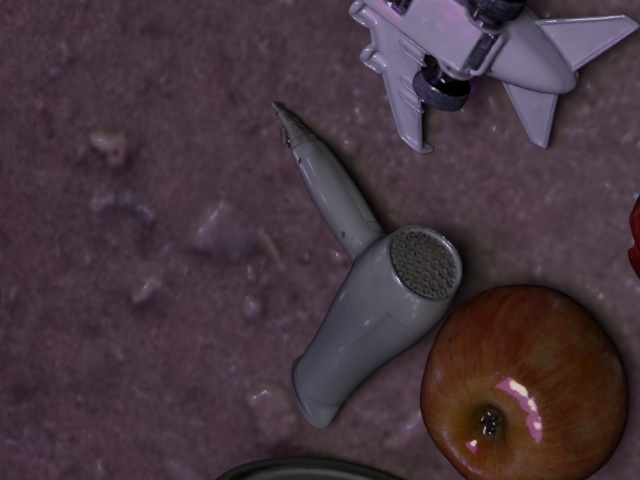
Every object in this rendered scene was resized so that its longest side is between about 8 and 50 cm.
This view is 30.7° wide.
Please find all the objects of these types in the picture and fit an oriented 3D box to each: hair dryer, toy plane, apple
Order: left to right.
[{"bbox_3d":[0.000,0.000,0.904,0.206,0.075,0.237,-51,55,47],"label":"hair dryer"},{"bbox_3d":[0.077,-0.171,0.790,0.255,0.101,0.251,35,130,4],"label":"toy plane"},{"bbox_3d":[0.139,0.107,0.804,0.146,0.131,0.146,7,105,27],"label":"apple"}]

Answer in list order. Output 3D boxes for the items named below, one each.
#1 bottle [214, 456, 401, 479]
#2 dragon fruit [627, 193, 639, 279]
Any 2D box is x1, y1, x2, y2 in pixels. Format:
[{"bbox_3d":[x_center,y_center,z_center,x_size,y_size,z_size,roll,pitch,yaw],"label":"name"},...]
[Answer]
[{"bbox_3d":[-0.026,0.359,0.889,0.229,0.229,0.351,19,108,26],"label":"bottle"},{"bbox_3d":[0.259,-0.012,0.731,0.142,0.130,0.121,-43,66,-9],"label":"dragon fruit"}]
